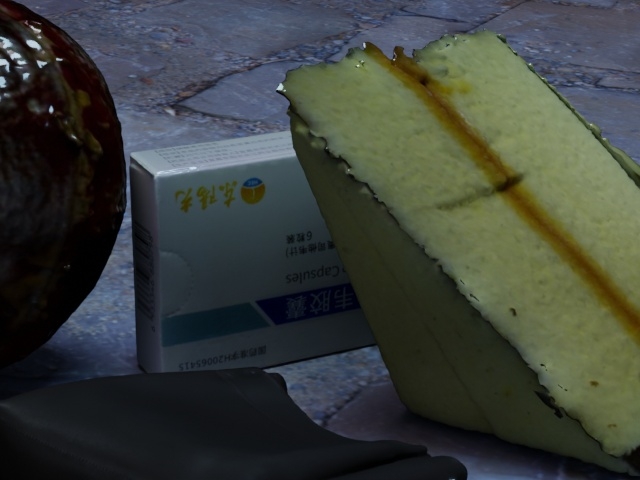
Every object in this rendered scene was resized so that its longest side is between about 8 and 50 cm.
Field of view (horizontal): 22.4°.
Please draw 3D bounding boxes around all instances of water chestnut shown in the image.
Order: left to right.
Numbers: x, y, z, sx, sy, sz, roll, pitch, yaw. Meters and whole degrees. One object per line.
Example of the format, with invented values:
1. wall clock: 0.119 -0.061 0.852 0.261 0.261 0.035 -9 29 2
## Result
1. water chestnut: -0.316 -0.057 1.385 0.350 0.350 0.302 9 6 17

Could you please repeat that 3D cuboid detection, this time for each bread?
1. bread: 0.193 -0.016 1.356 0.242 0.405 0.346 5 33 35

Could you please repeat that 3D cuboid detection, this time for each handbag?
1. handbag: -0.065 0.168 1.157 0.257 0.113 0.285 -12 18 -43

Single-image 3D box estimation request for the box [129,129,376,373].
1. box: 0.000 0.000 1.454 0.343 0.200 0.065 -11 23 -26
